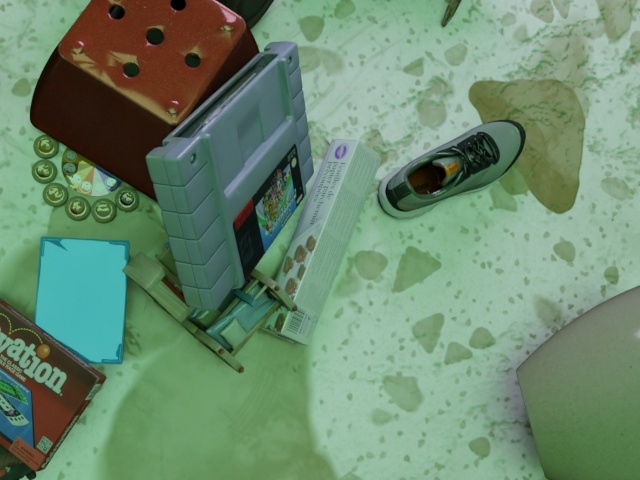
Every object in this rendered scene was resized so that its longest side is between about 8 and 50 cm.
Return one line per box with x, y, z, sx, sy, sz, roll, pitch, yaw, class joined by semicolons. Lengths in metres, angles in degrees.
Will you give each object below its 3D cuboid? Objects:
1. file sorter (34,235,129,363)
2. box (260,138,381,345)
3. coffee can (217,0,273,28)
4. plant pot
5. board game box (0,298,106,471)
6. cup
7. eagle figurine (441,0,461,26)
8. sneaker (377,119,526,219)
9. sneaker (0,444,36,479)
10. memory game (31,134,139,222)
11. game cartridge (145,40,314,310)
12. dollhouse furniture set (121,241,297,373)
-0.335;0.088;1.092;0.118;0.104;0.170;3;82;-11;file sorter
0.000;0.000;1.184;0.067;0.063;0.324;31;76;-41;box
-0.190;-0.461;1.130;0.275;0.201;0.201;31;77;3;coffee can
-0.235;-0.239;1.082;0.267;0.236;0.267;32;73;-6;plant pot
-0.435;0.161;1.013;0.281;0.027;0.145;33;86;11;board game box
0.431;0.247;1.147;0.237;0.331;0.331;-15;85;13;cup
0.142;-0.514;1.209;0.298;0.225;0.226;23;89;-15;eagle figurine
0.225;-0.118;1.234;0.271;0.108;0.100;-29;87;-15;sneaker
-0.515;0.255;1.035;0.276;0.097;0.135;14;82;-8;sneaker
-0.344;-0.118;1.165;0.186;0.012;0.186;2;82;-12;memory game
-0.098;-0.097;1.036;0.068;0.230;0.355;3;36;23;game cartridge
-0.151;0.070;1.076;0.129;0.129;0.184;-49;132;-14;dollhouse furniture set
